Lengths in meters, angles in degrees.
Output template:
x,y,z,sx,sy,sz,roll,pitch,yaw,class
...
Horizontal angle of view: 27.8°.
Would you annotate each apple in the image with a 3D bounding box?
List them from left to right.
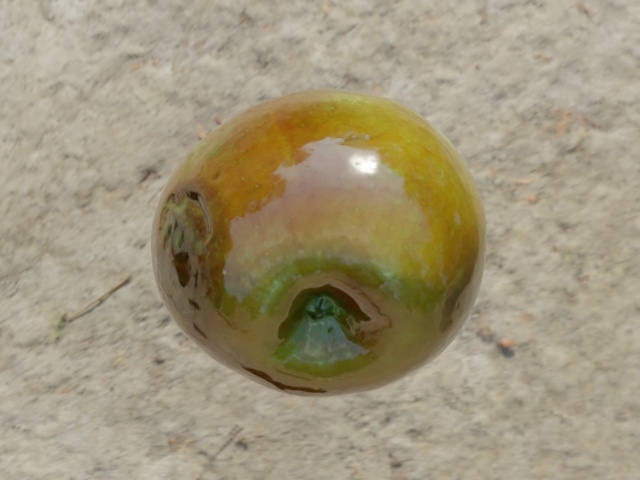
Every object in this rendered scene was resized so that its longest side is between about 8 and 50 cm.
x,y,z,sx,sy,sz,roll,pitch,yaw,class
0.000,0.000,0.441,0.114,0.102,0.099,1,118,-10,apple
